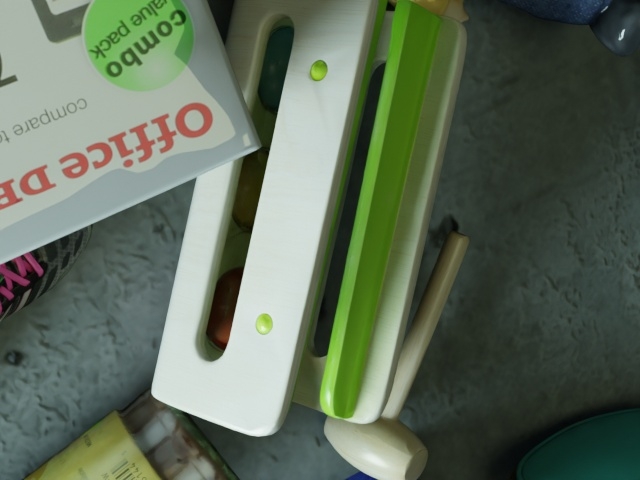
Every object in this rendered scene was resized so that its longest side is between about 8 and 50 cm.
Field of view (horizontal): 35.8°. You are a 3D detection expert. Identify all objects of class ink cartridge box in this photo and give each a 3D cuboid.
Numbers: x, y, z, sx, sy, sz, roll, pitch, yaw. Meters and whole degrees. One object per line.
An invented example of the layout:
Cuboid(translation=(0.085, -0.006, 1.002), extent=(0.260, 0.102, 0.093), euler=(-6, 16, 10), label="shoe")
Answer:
Cuboid(translation=(-0.186, -0.140, 0.503), extent=(0.198, 0.197, 0.270), euler=(-26, 109, -14), label="ink cartridge box")

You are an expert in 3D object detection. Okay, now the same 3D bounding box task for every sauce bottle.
Cuboid(translation=(-0.207, 0.232, 0.618), extent=(0.344, 0.111, 0.111), euler=(-36, 111, -11), label="sauce bottle")

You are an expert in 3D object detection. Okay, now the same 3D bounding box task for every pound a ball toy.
Cuboid(translation=(0.000, 0.000, 0.657), extent=(0.208, 0.135, 0.319), euler=(9, 94, -56), label="pound a ball toy")

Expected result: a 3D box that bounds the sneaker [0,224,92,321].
Cuboid(translation=(-0.206, 0.030, 0.597), extent=(0.170, 0.075, 0.063), euler=(-36, 111, -11), label="sneaker")

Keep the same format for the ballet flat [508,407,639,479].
Cuboid(translation=(0.309, 0.186, 0.824), extent=(0.342, 0.116, 0.124), euler=(-21, 127, -20), label="ballet flat")

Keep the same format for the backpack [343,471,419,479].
Cuboid(translation=(0.049, 0.239, 0.728), extent=(0.101, 0.098, 0.120), euler=(-23, 117, -17), label="backpack")

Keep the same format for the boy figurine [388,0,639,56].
Cuboid(translation=(0.090, -0.216, 0.635), extent=(0.285, 0.092, 0.177), euler=(15, 126, -16), label="boy figurine")
